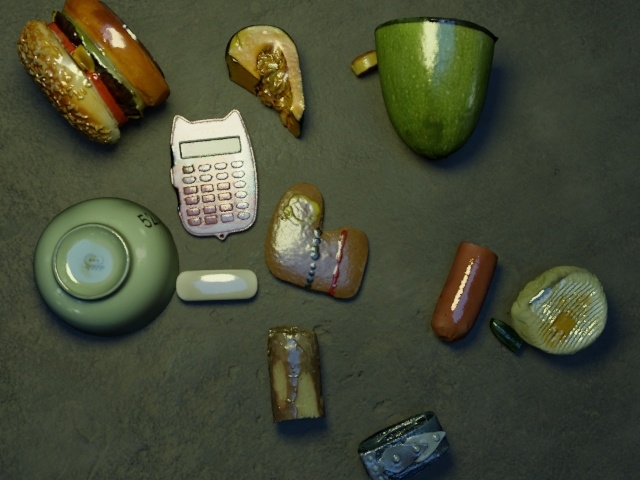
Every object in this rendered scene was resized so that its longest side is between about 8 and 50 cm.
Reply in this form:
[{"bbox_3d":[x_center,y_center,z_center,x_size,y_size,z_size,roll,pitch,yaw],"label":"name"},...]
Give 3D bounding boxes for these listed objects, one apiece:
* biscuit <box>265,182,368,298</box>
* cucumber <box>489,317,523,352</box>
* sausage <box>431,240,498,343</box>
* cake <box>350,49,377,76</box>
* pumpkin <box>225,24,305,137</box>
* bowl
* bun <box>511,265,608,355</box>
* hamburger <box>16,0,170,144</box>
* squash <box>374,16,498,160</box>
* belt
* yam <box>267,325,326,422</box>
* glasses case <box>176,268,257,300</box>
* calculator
[{"bbox_3d":[0.000,0.000,1.696,0.277,0.052,0.262,20,83,-3],"label":"biscuit"},{"bbox_3d":[0.481,0.244,1.718,0.105,0.048,0.048,41,82,0],"label":"cucumber"},{"bbox_3d":[0.368,0.138,1.690,0.113,0.113,0.259,23,82,-3],"label":"sausage"},{"bbox_3d":[0.120,-0.470,1.741,0.084,0.084,0.044,-27,95,-7],"label":"cake"},{"bbox_3d":[-0.145,-0.408,1.681,0.190,0.139,0.281,-4,82,-10],"label":"pumpkin"},{"bbox_3d":[-0.526,0.056,1.575,0.353,0.185,0.354,1,84,-5],"label":"bowl"},{"bbox_3d":[0.608,0.168,1.689,0.243,0.153,0.244,-2,102,-10],"label":"bun"},{"bbox_3d":[-0.543,-0.401,1.558,0.250,0.330,0.330,-44,89,-7],"label":"hamburger"},{"bbox_3d":[0.267,-0.362,1.651,0.310,0.310,0.309,8,91,-5],"label":"squash"},{"bbox_3d":[0.210,0.524,1.629,0.218,0.122,0.128,-27,89,-1],"label":"belt"},{"bbox_3d":[-0.062,0.330,1.625,0.128,0.129,0.238,-8,83,29],"label":"yam"},{"bbox_3d":[-0.261,0.112,1.661,0.204,0.051,0.081,0,85,-5],"label":"glasses case"},{"bbox_3d":[-0.274,-0.164,1.693,0.220,0.048,0.330,-6,87,-7],"label":"calculator"}]
